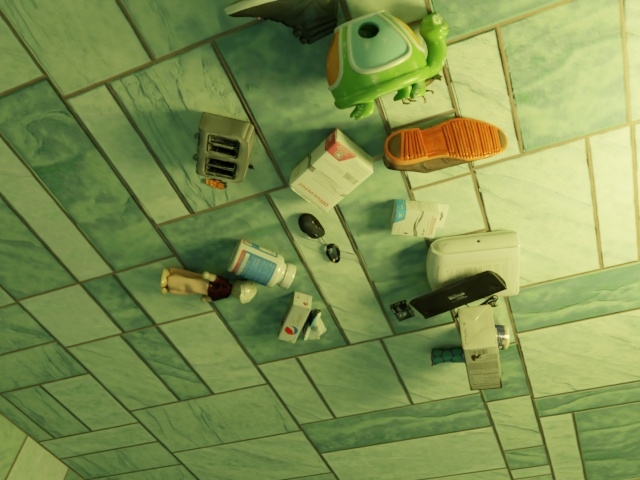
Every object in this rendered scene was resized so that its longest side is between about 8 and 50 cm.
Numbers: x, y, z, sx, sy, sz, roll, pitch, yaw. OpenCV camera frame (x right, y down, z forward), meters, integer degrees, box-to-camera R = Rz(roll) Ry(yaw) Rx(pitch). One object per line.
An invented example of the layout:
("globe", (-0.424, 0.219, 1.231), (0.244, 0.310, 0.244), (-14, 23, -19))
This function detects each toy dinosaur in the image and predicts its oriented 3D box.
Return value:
("toy dinosaur", (0.249, -0.428, 1.580), (0.182, 0.053, 0.093), (1, 113, 16))

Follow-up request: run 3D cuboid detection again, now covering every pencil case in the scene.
("pencil case", (0.519, 0.466, 2.286), (0.151, 0.064, 0.070), (-5, 104, 9))

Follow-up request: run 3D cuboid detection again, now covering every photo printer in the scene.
("photo printer", (0.518, 0.093, 1.947), (0.307, 0.107, 0.256), (-7, 131, 11))

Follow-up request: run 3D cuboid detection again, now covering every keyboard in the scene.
("keyboard", (0.485, 0.200, 1.954), (0.317, 0.033, 0.201), (-26, 131, 29))

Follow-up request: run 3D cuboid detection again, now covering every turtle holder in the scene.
("turtle holder", (0.164, -0.456, 1.431), (0.320, 0.243, 0.228), (-16, 104, 23))

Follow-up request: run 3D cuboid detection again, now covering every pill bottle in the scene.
("pill bottle", (0.626, 0.366, 2.175), (0.169, 0.094, 0.094), (3, 130, 1))
("pill bottle", (-0.202, 0.090, 1.986), (0.221, 0.124, 0.124), (24, 127, -14))

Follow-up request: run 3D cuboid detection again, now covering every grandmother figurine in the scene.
("grandmother figurine", (-0.406, 0.166, 2.089), (0.341, 0.104, 0.208), (8, 157, -6))

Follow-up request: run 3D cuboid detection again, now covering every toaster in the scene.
("toaster", (-0.282, -0.273, 1.698), (0.185, 0.110, 0.168), (12, 130, -6))

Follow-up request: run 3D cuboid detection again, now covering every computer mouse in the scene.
("computer mouse", (0.000, 0.000, 1.951), (0.071, 0.041, 0.242), (-25, 125, 22))

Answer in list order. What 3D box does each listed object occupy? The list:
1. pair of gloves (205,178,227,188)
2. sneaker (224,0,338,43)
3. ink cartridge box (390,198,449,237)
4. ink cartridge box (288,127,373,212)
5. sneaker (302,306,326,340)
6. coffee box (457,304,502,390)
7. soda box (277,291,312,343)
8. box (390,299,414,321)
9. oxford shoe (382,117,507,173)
("pair of gloves", (-0.330, -0.201, 1.825), (0.074, 0.010, 0.083), (16, 128, -9))
("sneaker", (-0.090, -0.562, 1.444), (0.295, 0.105, 0.147), (-9, 124, 6))
("ink cartridge box", (0.324, -0.070, 1.856), (0.179, 0.060, 0.104), (5, 130, 0))
("ink cartridge box", (0.031, -0.209, 1.741), (0.158, 0.092, 0.218), (36, 122, -23))
("sneaker", (-0.012, 0.324, 2.213), (0.082, 0.072, 0.191), (7, 139, -10))
("coffee box", (0.563, 0.382, 2.004), (0.118, 0.168, 0.297), (-9, 137, 14))
("soda box", (-0.099, 0.298, 2.188), (0.073, 0.069, 0.216), (17, 128, -9))
("box", (0.312, 0.267, 2.165), (0.067, 0.018, 0.083), (-22, 125, 20))
("oxford shoe", (0.360, -0.270, 1.674), (0.363, 0.130, 0.133), (-4, 163, -2))
